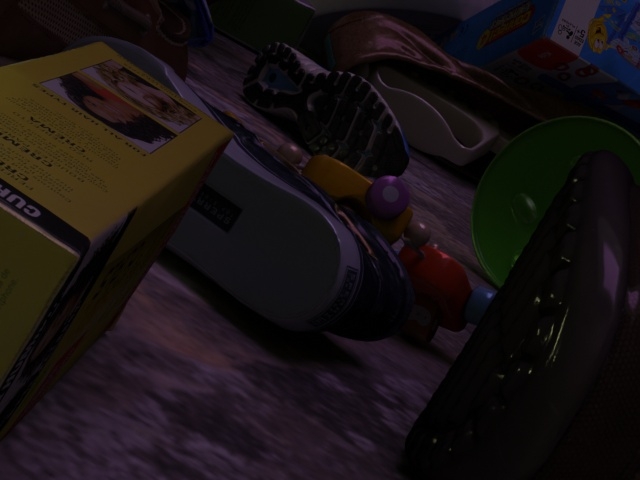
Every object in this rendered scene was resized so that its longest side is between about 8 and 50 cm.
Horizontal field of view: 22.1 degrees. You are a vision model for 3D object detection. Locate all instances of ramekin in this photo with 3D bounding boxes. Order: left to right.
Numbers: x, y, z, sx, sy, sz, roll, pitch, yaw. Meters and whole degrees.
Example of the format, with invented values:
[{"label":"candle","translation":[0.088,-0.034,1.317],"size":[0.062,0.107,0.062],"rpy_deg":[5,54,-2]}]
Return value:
[{"label":"ramekin","translation":[0.076,-0.272,1.733],"size":[0.272,0.127,0.273],"rpy_deg":[3,-11,0]}]

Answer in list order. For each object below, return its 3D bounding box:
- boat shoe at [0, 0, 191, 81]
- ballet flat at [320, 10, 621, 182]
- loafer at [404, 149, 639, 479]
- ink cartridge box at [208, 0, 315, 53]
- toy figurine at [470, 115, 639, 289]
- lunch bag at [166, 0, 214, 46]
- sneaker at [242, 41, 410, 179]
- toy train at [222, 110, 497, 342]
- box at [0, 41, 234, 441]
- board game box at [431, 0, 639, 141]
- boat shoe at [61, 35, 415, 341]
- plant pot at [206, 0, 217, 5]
[{"label":"boat shoe","translation":[-0.125,-0.124,0.789],"size":[0.123,0.116,0.324],"rpy_deg":[33,11,8]},{"label":"ballet flat","translation":[0.150,-0.095,1.486],"size":[0.342,0.116,0.124],"rpy_deg":[29,31,-8]},{"label":"loafer","translation":[0.135,0.049,0.668],"size":[0.130,0.134,0.366],"rpy_deg":[33,11,9]},{"label":"ink cartridge box","translation":[-0.114,-0.246,1.523],"size":[0.209,0.062,0.109],"rpy_deg":[28,11,-16]},{"label":"toy figurine","translation":[0.200,0.021,1.100],"size":[0.159,0.130,0.173],"rpy_deg":[32,27,-55]},{"label":"lunch bag","translation":[-0.139,-0.201,1.194],"size":[0.151,0.096,0.129],"rpy_deg":[43,5,-16]},{"label":"sneaker","translation":[0.016,-0.090,1.176],"size":[0.073,0.063,0.162],"rpy_deg":[25,12,-46]},{"label":"toy train","translation":[0.000,0.000,0.782],"size":[0.166,0.046,0.125],"rpy_deg":[24,-19,20]},{"label":"box","translation":[-0.081,0.002,0.426],"size":[0.058,0.087,0.232],"rpy_deg":[33,9,-2]},{"label":"board game box","translation":[0.276,-0.126,1.622],"size":[0.302,0.086,0.308],"rpy_deg":[28,-18,-17]},{"label":"boat shoe","translation":[-0.042,-0.017,0.701],"size":[0.183,0.065,0.083],"rpy_deg":[41,6,28]},{"label":"plant pot","translation":[-0.104,-0.340,1.351],"size":[0.236,0.267,0.267],"rpy_deg":[48,-24,-17]}]
